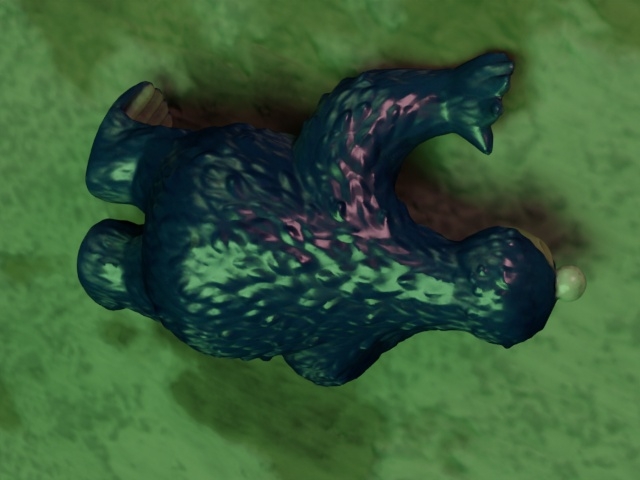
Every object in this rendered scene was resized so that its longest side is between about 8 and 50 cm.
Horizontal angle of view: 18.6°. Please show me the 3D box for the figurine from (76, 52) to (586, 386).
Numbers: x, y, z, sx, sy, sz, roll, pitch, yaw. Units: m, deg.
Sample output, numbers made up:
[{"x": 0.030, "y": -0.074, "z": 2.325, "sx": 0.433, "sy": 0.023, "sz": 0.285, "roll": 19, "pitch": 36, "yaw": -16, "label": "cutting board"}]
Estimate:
[{"x": -0.005, "y": 0.006, "z": 0.965, "sx": 0.262, "sy": 0.121, "sz": 0.164, "roll": -2, "pitch": 116, "yaw": 27, "label": "figurine"}]
